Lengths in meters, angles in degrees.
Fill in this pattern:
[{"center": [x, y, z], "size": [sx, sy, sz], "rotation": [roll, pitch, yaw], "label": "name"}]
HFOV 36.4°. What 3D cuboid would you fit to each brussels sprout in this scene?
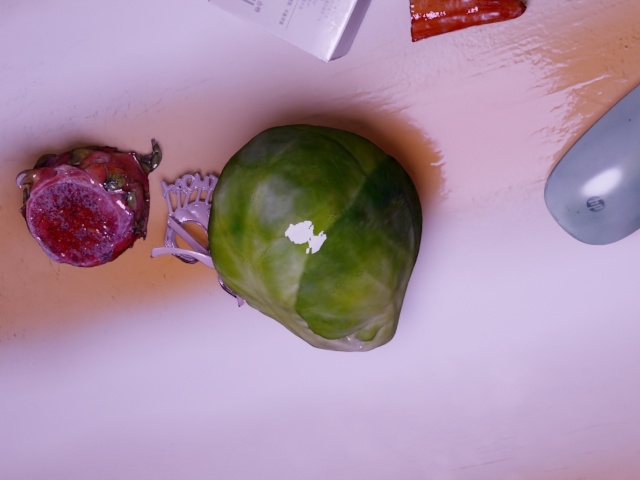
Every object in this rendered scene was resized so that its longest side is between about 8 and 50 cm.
[{"center": [0.006, -0.002, 1.430], "size": [0.281, 0.289, 0.355], "rotation": [-3, 118, 30], "label": "brussels sprout"}]

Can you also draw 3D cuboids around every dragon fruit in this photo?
[{"center": [-0.385, -0.062, 1.590], "size": [0.282, 0.147, 0.211], "rotation": [-36, 94, 23], "label": "dragon fruit"}]

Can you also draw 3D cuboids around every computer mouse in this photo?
[{"center": [0.449, -0.113, 1.377], "size": [0.159, 0.097, 0.288], "rotation": [47, 112, 1], "label": "computer mouse"}]

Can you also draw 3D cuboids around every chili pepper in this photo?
[{"center": [0.210, -0.332, 1.398], "size": [0.168, 0.065, 0.088], "rotation": [0, 118, 9], "label": "chili pepper"}]

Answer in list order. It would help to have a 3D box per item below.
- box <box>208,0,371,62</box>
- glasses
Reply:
[{"center": [-0.008, -0.426, 1.396], "size": [0.203, 0.116, 0.274], "rotation": [27, 111, 7], "label": "box"}, {"center": [-0.167, -0.006, 1.577], "size": [0.255, 0.095, 0.162], "rotation": [33, 103, 2], "label": "glasses"}]
